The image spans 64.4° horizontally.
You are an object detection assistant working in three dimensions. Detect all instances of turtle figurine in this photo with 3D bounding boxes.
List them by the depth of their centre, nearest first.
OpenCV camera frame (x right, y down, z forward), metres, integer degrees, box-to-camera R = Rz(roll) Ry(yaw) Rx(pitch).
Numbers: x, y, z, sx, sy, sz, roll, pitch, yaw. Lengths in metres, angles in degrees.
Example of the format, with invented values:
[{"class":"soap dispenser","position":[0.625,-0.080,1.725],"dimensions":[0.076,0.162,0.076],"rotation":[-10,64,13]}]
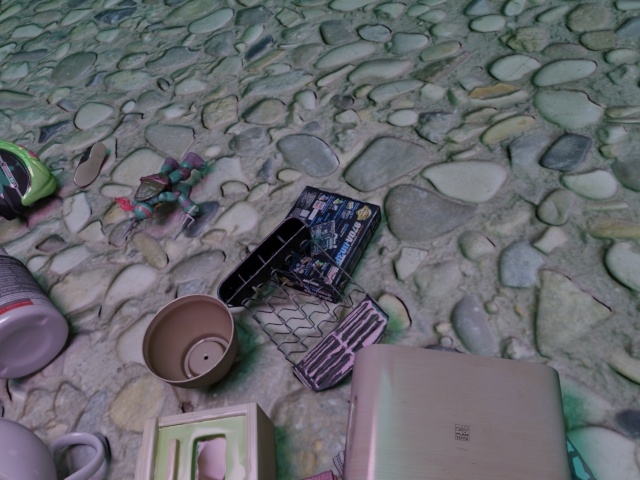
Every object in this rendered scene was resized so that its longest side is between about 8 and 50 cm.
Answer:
[{"class":"turtle figurine","position":[-0.354,-0.100,1.140],"dimensions":[0.175,0.118,0.234],"rotation":[8,51,18]}]

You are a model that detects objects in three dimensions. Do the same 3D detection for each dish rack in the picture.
[{"class":"dish rack","position":[-0.026,0.113,0.888],"dimensions":[0.208,0.074,0.271],"rotation":[-45,64,1]}]

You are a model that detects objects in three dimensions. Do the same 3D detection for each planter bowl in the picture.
[{"class":"planter bowl","position":[-0.215,0.190,0.892],"dimensions":[0.162,0.109,0.162],"rotation":[-6,54,7]}]

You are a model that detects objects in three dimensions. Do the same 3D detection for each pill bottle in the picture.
[{"class":"pill bottle","position":[-0.636,0.124,1.000],"dimensions":[0.161,0.161,0.283],"rotation":[-42,56,-18]}]

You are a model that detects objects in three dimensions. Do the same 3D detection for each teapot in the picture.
[{"class":"teapot","position":[-0.520,0.365,0.781],"dimensions":[0.252,0.256,0.187],"rotation":[-44,22,4]}]

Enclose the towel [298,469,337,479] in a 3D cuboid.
[{"class":"towel","position":[-0.109,0.445,0.610],"dimensions":[0.329,0.037,0.237],"rotation":[-16,69,-1]}]

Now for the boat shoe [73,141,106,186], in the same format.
[{"class":"boat shoe","position":[-0.593,-0.191,1.301],"dimensions":[0.042,0.049,0.133],"rotation":[-10,54,41]}]

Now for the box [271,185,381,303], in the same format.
[{"class":"box","position":[0.000,0.000,1.022],"dimensions":[0.175,0.051,0.220],"rotation":[17,60,23]}]

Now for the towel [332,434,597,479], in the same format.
[{"class":"towel","position":[0.223,0.365,0.702],"dimensions":[0.324,0.056,0.312],"rotation":[-25,53,-8]}]

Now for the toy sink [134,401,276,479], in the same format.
[{"class":"toy sink","position":[-0.192,0.348,0.756],"dimensions":[0.234,0.131,0.152],"rotation":[-10,52,5]}]

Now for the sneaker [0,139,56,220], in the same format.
[{"class":"sneaker","position":[-0.900,-0.158,1.254],"dimensions":[0.483,0.185,0.202],"rotation":[9,53,20]}]

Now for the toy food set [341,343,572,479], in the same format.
[{"class":"toy food set","position":[0.188,0.275,0.705],"dimensions":[0.306,0.092,0.219],"rotation":[6,57,6]}]
